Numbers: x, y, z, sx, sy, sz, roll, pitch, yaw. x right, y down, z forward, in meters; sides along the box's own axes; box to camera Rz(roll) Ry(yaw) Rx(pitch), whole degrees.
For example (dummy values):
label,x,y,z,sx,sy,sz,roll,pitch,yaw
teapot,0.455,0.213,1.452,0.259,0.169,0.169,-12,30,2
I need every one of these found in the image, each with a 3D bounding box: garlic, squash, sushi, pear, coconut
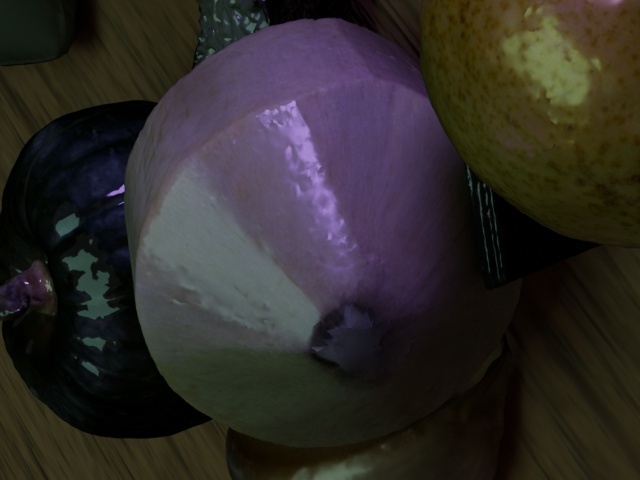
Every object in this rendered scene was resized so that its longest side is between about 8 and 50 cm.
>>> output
label,x,y,z,sx,sy,sz,roll,pitch,yaw
garlic,0.032,0.132,1.120,0.206,0.128,0.115,-6,121,49
squash,-0.118,0.018,1.208,0.218,0.172,0.218,-178,90,-82
sushi,-0.027,-0.105,1.112,0.090,0.078,0.150,38,134,48
pear,0.132,-0.079,0.824,0.178,0.178,0.178,27,125,46
coconut,0.000,0.000,0.985,0.222,0.202,0.202,-109,21,-60

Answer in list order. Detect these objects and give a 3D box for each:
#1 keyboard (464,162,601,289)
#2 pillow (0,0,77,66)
label,x,y,z,sx,sy,sz,roll,pitch,yaw
keyboard,0.088,-0.135,0.920,0.018,0.101,0.310,3,107,44
pillow,-0.306,-0.271,1.325,0.120,0.255,0.322,-71,-26,-74
